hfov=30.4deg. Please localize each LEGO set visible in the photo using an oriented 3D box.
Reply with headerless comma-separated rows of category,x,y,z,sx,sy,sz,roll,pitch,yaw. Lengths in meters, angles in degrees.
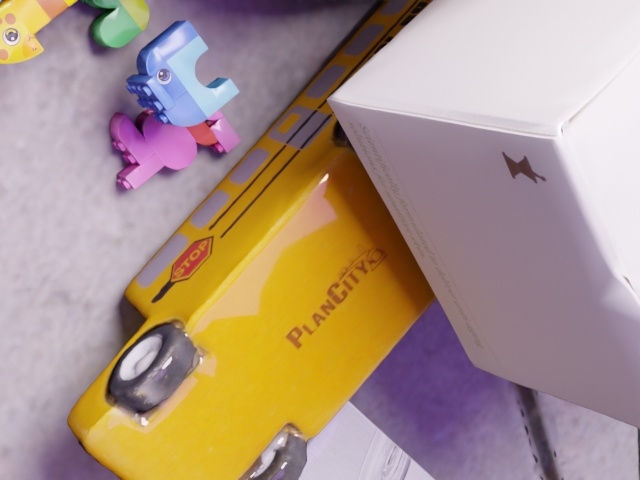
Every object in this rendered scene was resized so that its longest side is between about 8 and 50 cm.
LEGO set,-0.130,-0.109,0.612,0.093,0.087,0.227,-42,114,-13

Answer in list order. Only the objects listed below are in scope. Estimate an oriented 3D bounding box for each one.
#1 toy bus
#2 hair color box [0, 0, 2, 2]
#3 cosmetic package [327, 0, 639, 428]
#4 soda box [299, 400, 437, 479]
toy bus,0.000,0.000,0.667,0.332,0.130,0.108,-49,117,-7
hair color box,-0.182,-0.136,0.453,0.114,0.185,0.374,25,112,-29
cosmetic package,0.204,-0.102,0.596,0.365,0.155,0.197,-43,124,-21
soda box,0.056,0.205,0.761,0.098,0.091,0.286,-50,116,-10
